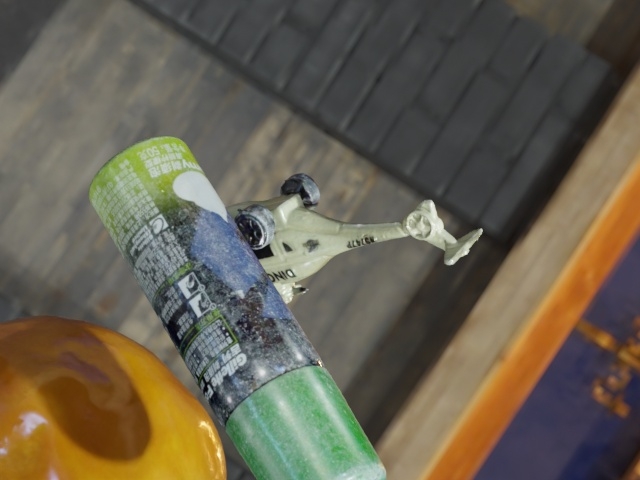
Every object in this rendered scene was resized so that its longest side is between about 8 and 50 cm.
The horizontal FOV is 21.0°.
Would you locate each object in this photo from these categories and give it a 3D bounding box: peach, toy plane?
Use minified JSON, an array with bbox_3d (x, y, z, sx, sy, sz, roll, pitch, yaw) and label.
[{"bbox_3d":[-0.261,0.228,1.536,0.343,0.301,0.343,-58,167,-21],"label":"peach"},{"bbox_3d":[0.000,0.000,1.501,0.092,0.286,0.108,-37,111,-50],"label":"toy plane"}]

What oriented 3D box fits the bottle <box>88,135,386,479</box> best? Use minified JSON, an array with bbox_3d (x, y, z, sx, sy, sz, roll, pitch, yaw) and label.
[{"bbox_3d":[-0.068,0.070,1.342,0.093,0.330,0.093,-27,156,-13],"label":"bottle"}]
